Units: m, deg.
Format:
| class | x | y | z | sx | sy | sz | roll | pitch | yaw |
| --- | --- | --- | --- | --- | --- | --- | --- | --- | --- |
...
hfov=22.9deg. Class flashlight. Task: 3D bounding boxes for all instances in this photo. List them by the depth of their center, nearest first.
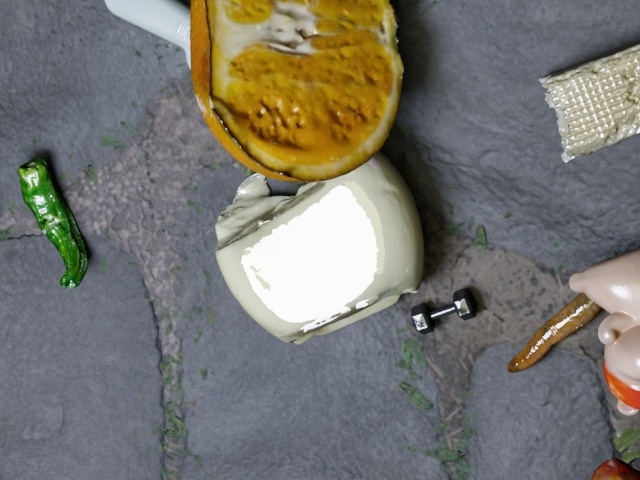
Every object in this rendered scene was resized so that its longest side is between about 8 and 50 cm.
| class | x | y | z | sx | sy | sz | roll | pitch | yaw |
| --- | --- | --- | --- | --- | --- | --- | --- | --- | --- |
| flashlight | -0.189 | -0.282 | 2.027 | 0.200 | 0.047 | 0.093 | 30 | 106 | 11 |

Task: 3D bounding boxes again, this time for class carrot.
| class | x | y | z | sx | sy | sz | roll | pitch | yaw |
| --- | --- | --- | --- | --- | --- | --- | --- | --- | --- |
| carrot | 0.292 | 0.116 | 1.980 | 0.165 | 0.035 | 0.036 | -42 | 88 | 23 |

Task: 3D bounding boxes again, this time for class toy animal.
| class | x | y | z | sx | sy | sz | roll | pitch | yaw |
| --- | --- | --- | --- | --- | --- | --- | --- | --- | --- |
| toy animal | 0.401 | 0.106 | 1.882 | 0.171 | 0.171 | 0.198 | -20 | 89 | 20 |

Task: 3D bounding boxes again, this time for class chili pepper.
| class | x | y | z | sx | sy | sz | roll | pitch | yaw |
| --- | --- | --- | --- | --- | --- | --- | --- | --- | --- |
| chili pepper | -0.357 | -0.022 | 2.123 | 0.050 | 0.073 | 0.182 | -24 | 89 | -3 |

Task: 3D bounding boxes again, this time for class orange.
| class | x | y | z | sx | sy | sz | roll | pitch | yaw |
| --- | --- | --- | --- | --- | --- | --- | --- | --- | --- |
| orange | -0.035 | -0.219 | 1.885 | 0.274 | 0.274 | 0.310 | -43 | 52 | 21 |

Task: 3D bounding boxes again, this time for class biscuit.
| class | x | y | z | sx | sy | sz | roll | pitch | yaw |
| --- | --- | --- | --- | --- | --- | --- | --- | --- | --- |
| biscuit | 0.381 | -0.180 | 1.869 | 0.238 | 0.062 | 0.108 | -20 | 96 | 20 |

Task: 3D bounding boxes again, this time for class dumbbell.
| class | x | y | z | sx | sy | sz | roll | pitch | yaw |
| --- | --- | --- | --- | --- | --- | --- | --- | --- | --- |
| dumbbell | 0.157 | 0.091 | 2.013 | 0.083 | 0.040 | 0.036 | -20 | 64 | 19 |

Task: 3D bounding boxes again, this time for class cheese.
| class | x | y | z | sx | sy | sz | roll | pitch | yaw |
| --- | --- | --- | --- | --- | --- | --- | --- | --- | --- |
| cheese | 0.000 | 0.000 | 1.994 | 0.266 | 0.127 | 0.233 | -28 | 90 | 18 |

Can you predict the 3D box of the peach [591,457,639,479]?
| class | x | y | z | sx | sy | sz | roll | pitch | yaw |
| --- | --- | --- | --- | --- | --- | --- | --- | --- | --- |
| peach | 0.426 | 0.435 | 1.932 | 0.257 | 0.201 | 0.362 | -14 | 84 | 50 |
